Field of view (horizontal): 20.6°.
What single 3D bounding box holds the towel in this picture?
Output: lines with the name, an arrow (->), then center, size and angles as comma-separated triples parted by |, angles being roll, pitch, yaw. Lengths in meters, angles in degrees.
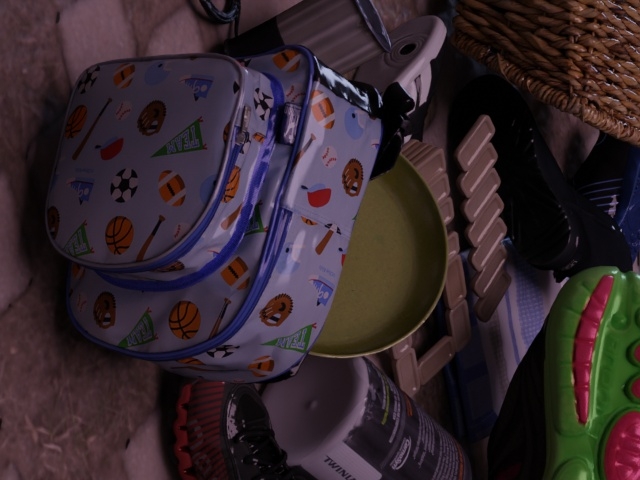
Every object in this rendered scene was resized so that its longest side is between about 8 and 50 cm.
towel -> 0.221, 0.100, 1.976 | 0.285, 0.034, 0.209 | -13, 93, -52

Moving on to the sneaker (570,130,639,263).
sneaker -> 0.339, -0.034, 2.124 | 0.081, 0.090, 0.232 | 25, 86, -49

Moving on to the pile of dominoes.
pile of dominoes -> 0.114, 0.012, 1.794 | 0.196, 0.040, 0.251 | -39, 134, -33

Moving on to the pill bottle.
pill bottle -> 0.057, 0.209, 1.663 | 0.245, 0.130, 0.130 | 44, 52, -39

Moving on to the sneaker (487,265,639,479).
sneaker -> 0.249, 0.269, 1.800 | 0.202, 0.185, 0.483 | 108, 3, -78

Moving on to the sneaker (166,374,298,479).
sneaker -> -0.052, 0.223, 1.518 | 0.097, 0.135, 0.276 | -7, 88, -51

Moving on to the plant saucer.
plant saucer -> 0.000, 0.000, 1.619 | 0.241, 0.037, 0.241 | 7, 65, -16

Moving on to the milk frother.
milk frother -> -0.030, -0.211, 1.619 | 0.143, 0.134, 0.129 | 53, 15, -37

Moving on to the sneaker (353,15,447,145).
sneaker -> 0.083, -0.119, 1.808 | 0.121, 0.079, 0.217 | 55, 53, -35

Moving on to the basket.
basket -> 0.276, -0.196, 1.952 | 0.299, 0.213, 0.223 | 16, 75, -51

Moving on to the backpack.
backpack -> -0.091, -0.021, 1.421 | 0.213, 0.276, 0.263 | 15, 79, -45

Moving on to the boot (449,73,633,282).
boot -> 0.249, -0.049, 1.965 | 0.207, 0.094, 0.246 | 28, 34, -58
